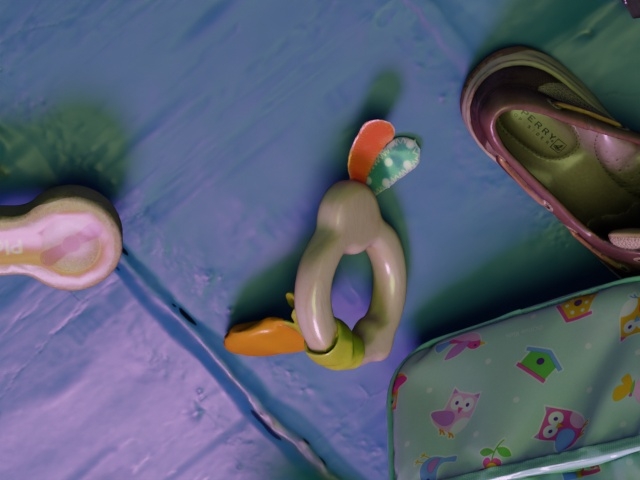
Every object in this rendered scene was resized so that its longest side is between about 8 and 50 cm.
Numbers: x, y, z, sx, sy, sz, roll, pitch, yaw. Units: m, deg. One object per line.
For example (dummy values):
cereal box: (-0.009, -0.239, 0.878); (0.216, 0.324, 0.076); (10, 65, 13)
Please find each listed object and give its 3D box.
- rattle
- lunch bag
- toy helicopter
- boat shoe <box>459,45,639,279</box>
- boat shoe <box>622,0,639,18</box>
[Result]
rattle: (0.000, 0.000, 1.294); (0.130, 0.142, 0.200); (-5, 97, -33)
lunch bag: (0.188, 0.157, 1.224); (0.279, 0.224, 0.108); (-19, 133, 24)
toy helicopter: (-0.333, 0.019, 1.239); (0.355, 0.140, 0.235); (-2, 113, -3)
boat shoe: (0.257, -0.021, 1.240); (0.342, 0.123, 0.123); (38, 106, -14)
boat shoe: (0.210, -0.222, 1.205); (0.042, 0.049, 0.133); (-34, 106, 17)
